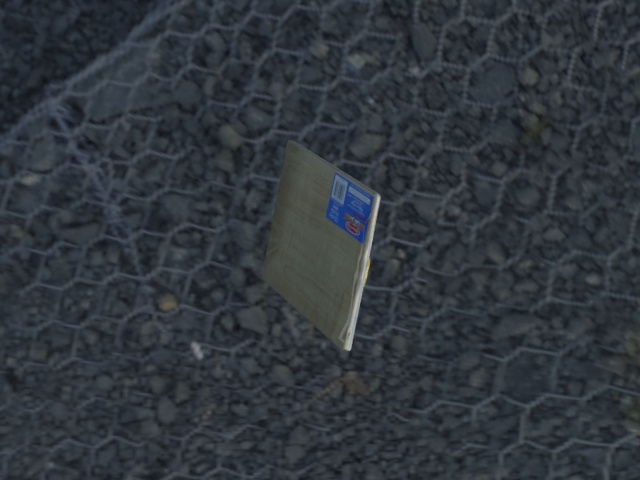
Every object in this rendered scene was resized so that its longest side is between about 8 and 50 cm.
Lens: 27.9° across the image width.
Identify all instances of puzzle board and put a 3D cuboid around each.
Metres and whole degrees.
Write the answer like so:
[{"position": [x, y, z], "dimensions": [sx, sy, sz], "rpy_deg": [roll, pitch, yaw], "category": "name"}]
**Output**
[{"position": [0.000, 0.000, 0.798], "dimensions": [0.128, 0.011, 0.096], "rpy_deg": [36, 118, 58], "category": "puzzle board"}]
